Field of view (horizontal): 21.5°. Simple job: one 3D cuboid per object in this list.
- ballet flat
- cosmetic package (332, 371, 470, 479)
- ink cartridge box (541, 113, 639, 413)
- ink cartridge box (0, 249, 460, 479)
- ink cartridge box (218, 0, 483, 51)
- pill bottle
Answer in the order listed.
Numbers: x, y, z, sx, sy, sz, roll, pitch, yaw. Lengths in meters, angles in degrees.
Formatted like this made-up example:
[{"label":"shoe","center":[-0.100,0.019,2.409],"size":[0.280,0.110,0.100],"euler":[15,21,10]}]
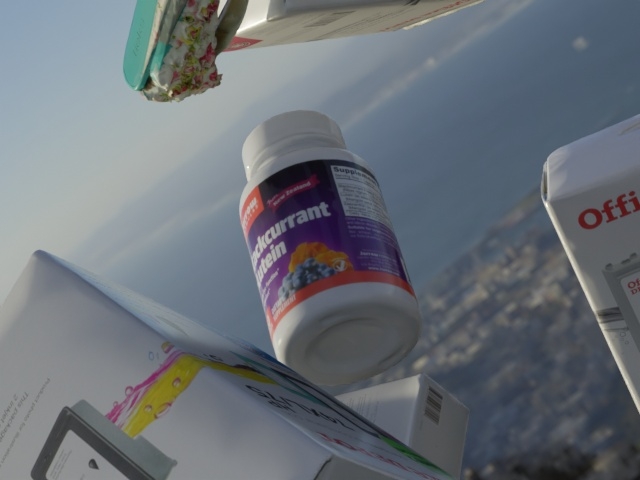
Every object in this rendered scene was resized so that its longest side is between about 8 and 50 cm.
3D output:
[{"label":"ballet flat","center":[-0.081,-0.198,1.181],"size":[0.077,0.091,0.241],"euler":[-2,-43,-24]},{"label":"cosmetic package","center":[0.028,0.209,1.080],"size":[0.099,0.060,0.239],"euler":[-16,48,37]},{"label":"ink cartridge box","center":[0.327,0.033,1.377],"size":[0.207,0.283,0.117],"euler":[-23,15,16]},{"label":"ink cartridge box","center":[-0.066,0.166,0.933],"size":[0.270,0.198,0.197],"euler":[29,91,43]},{"label":"ink cartridge box","center":[0.014,-0.213,1.332],"size":[0.218,0.092,0.158],"euler":[-9,-1,-34]},{"label":"pill bottle","center":[0.000,0.000,1.236],"size":[0.108,0.108,0.193],"euler":[-35,49,23]}]
